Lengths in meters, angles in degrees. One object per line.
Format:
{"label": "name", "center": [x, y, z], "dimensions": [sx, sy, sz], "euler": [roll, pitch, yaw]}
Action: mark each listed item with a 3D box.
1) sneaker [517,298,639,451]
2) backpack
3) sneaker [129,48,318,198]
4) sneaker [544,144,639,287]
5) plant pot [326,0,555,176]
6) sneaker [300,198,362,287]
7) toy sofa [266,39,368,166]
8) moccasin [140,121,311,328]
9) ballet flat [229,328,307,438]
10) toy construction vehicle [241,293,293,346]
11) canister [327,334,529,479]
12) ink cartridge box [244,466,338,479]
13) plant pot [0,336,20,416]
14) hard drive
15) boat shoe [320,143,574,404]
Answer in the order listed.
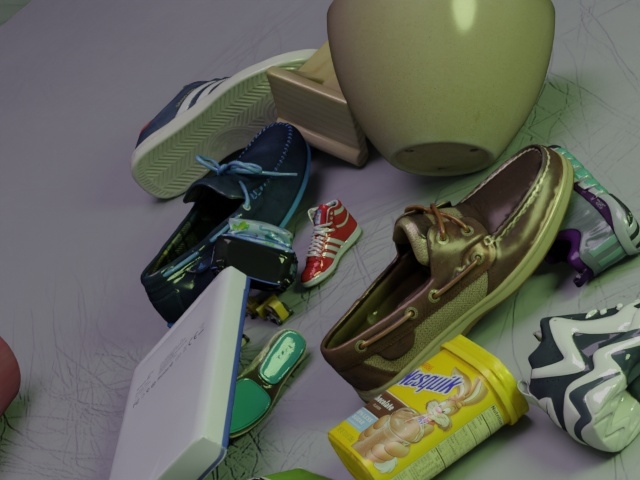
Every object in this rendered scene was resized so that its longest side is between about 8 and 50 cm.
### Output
{"label": "sneaker", "center": [0.280, 0.086, 1.610], "dimensions": [0.153, 0.094, 0.235], "euler": [21, 68, 48]}
{"label": "backpack", "center": [-0.077, 0.019, 2.072], "dimensions": [0.114, 0.105, 0.084], "euler": [82, -158, -82]}
{"label": "sneaker", "center": [-0.131, -0.202, 2.492], "dimensions": [0.350, 0.131, 0.148], "euler": [-26, 32, 14]}
{"label": "sneaker", "center": [0.265, -0.030, 1.840], "dimensions": [0.098, 0.083, 0.223], "euler": [-38, 27, 2]}
{"label": "plant pot", "center": [0.148, -0.188, 2.070], "dimensions": [0.284, 0.284, 0.190], "euler": [-12, 68, 35]}
{"label": "sneaker", "center": [0.000, 0.000, 2.086], "dimensions": [0.042, 0.067, 0.118], "euler": [-3, 39, 45]}
{"label": "toy sofa", "center": [0.099, -0.258, 2.358], "dimensions": [0.150, 0.177, 0.362], "euler": [24, 58, 31]}
{"label": "moccasin", "center": [-0.117, -0.040, 2.186], "dimensions": [0.138, 0.117, 0.342], "euler": [-13, 39, 41]}
{"label": "ballet flat", "center": [-0.073, 0.169, 1.919], "dimensions": [0.168, 0.057, 0.052], "euler": [-45, 0, -30]}
{"label": "toy construction vehicle", "center": [-0.092, 0.092, 2.068], "dimensions": [0.086, 0.035, 0.098], "euler": [-41, 28, -15]}
{"label": "canister", "center": [0.103, 0.178, 1.659], "dimensions": [0.170, 0.073, 0.126], "euler": [-35, 23, -11]}
{"label": "ink cartridge box", "center": [-0.067, 0.306, 1.640], "dimensions": [0.255, 0.097, 0.189], "euler": [-9, 10, -36]}
{"label": "plant pot", "center": [-0.490, 0.199, 2.168], "dimensions": [0.201, 0.201, 0.180], "euler": [-13, 18, 34]}
{"label": "hard drive", "center": [-0.163, 0.190, 1.898], "dimensions": [0.210, 0.040, 0.318], "euler": [-47, 19, 26]}
{"label": "boat shoe", "center": [0.130, 0.017, 1.790], "dimensions": [0.342, 0.123, 0.123], "euler": [-48, 28, -3]}
